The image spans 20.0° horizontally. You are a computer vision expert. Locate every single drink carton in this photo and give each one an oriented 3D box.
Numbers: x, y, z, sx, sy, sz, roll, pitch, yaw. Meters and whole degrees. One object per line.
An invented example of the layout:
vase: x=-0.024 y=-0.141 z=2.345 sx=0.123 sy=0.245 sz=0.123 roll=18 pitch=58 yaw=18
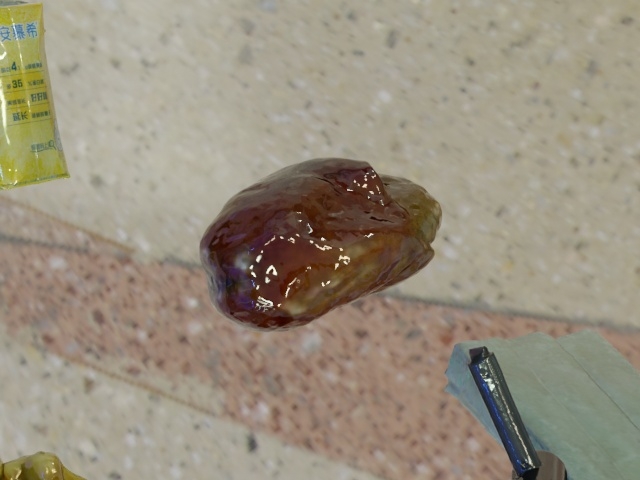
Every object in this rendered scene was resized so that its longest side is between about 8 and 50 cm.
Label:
drink carton: x=-0.256 y=-0.141 z=1.455 sx=0.084 sy=0.074 sz=0.200 roll=-15 pitch=100 yaw=-41

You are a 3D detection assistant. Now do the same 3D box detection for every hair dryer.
hair dryer: x=0.085 y=0.085 z=0.798 sx=0.026 sy=0.047 sz=0.083 roll=-20 pitch=98 yaw=11

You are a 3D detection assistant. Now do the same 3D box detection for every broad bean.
broad bean: x=0.000 y=-0.003 z=1.491 sx=0.228 sy=0.156 sz=0.122 roll=-25 pitch=105 yaw=-33

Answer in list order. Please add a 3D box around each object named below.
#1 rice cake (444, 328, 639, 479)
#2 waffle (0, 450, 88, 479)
rice cake: x=0.160 y=0.117 z=1.028 sx=0.124 sy=0.211 sz=0.038 roll=-2 pitch=117 yaw=-28
waffle: x=-0.217 y=0.289 z=1.123 sx=0.261 sy=0.151 sz=0.324 roll=32 pitch=91 yaw=-25
